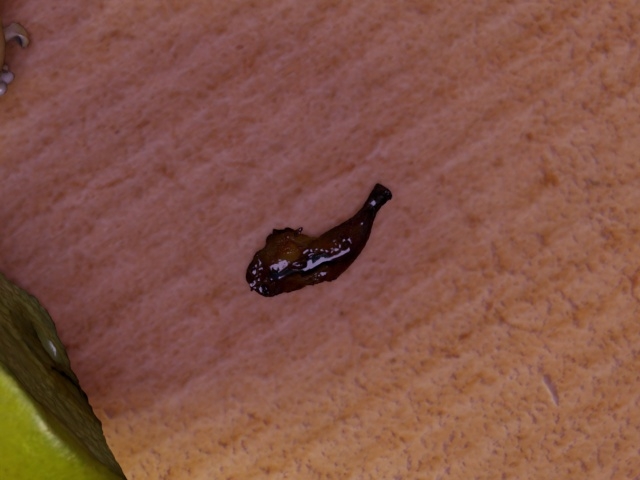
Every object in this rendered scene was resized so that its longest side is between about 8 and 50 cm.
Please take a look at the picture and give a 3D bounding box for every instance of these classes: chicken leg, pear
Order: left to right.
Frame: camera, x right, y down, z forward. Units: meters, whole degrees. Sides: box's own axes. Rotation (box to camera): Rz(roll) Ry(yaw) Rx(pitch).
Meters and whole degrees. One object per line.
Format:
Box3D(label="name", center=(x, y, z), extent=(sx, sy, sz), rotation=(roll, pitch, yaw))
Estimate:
Box3D(label="pear", center=(-0.316, 0.097, 1.293), extent=(0.176, 0.286, 0.282), rotation=(-38, 130, 0))
Box3D(label="chicken leg", center=(0.002, 0.004, 1.455), extent=(0.145, 0.037, 0.062), rotation=(-23, 81, 1))

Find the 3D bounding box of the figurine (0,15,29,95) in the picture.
Box3D(label="figurine", center=(-0.426, -0.132, 1.353), extent=(0.394, 0.274, 0.226), rotation=(-25, 138, -20))
